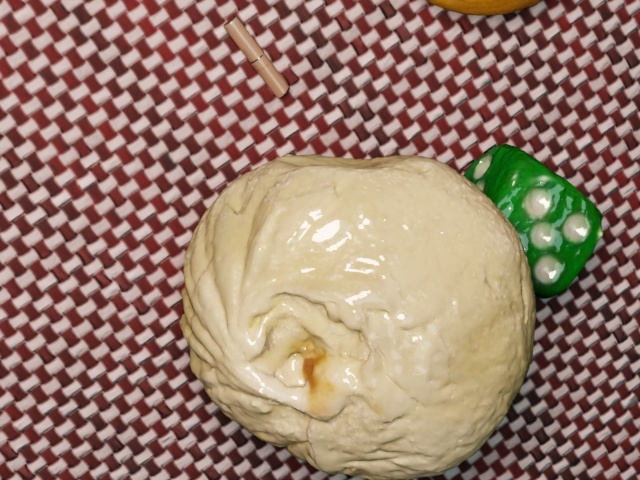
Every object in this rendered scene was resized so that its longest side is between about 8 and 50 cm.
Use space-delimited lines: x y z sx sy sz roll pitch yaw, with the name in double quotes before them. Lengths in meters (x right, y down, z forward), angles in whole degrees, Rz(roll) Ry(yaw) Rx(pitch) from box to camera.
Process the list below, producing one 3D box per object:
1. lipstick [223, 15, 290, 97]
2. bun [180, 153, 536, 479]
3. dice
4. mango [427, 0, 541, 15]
"lipstick" -0.065 -0.188 1.396 0.019 0.019 0.094 -39 108 -3
"bun" 0.032 0.084 1.325 0.349 0.227 0.352 -25 104 22
"dice" 0.213 -0.021 1.443 0.131 0.128 0.120 33 92 -17
"mango" 0.210 -0.331 1.381 0.295 0.120 0.177 -22 99 -10
